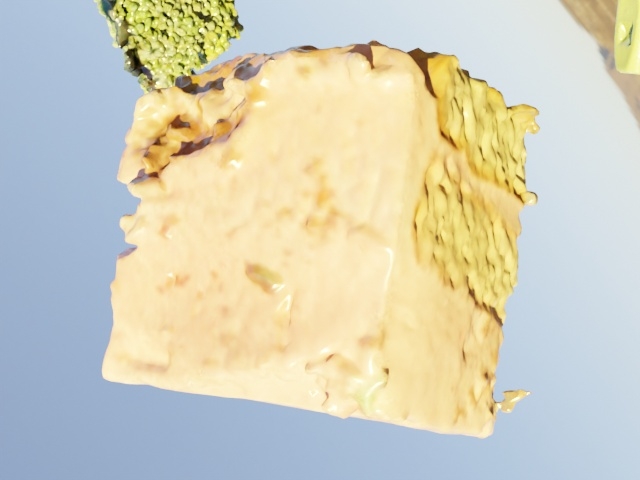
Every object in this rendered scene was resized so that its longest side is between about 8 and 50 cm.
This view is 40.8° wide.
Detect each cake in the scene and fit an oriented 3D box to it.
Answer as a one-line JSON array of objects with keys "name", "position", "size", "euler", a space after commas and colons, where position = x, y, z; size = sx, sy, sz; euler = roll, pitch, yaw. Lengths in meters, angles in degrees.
[{"name": "cake", "position": [0.000, 0.000, 0.758], "size": [0.293, 0.314, 0.307], "euler": [17, -102, -56]}]

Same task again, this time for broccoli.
[{"name": "broccoli", "position": [-0.213, -0.329, 1.219], "size": [0.273, 0.180, 0.243], "euler": [-119, 8, -70]}]

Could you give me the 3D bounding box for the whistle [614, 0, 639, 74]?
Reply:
[{"name": "whistle", "position": [0.367, -0.334, 0.968], "size": [0.106, 0.289, 0.131], "euler": [1, -165, -15]}]
